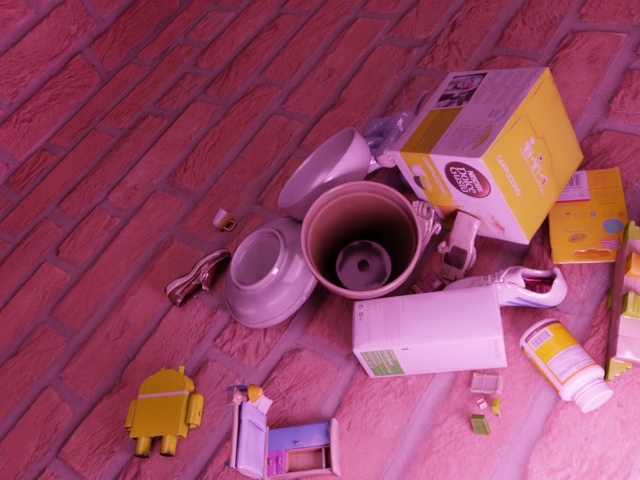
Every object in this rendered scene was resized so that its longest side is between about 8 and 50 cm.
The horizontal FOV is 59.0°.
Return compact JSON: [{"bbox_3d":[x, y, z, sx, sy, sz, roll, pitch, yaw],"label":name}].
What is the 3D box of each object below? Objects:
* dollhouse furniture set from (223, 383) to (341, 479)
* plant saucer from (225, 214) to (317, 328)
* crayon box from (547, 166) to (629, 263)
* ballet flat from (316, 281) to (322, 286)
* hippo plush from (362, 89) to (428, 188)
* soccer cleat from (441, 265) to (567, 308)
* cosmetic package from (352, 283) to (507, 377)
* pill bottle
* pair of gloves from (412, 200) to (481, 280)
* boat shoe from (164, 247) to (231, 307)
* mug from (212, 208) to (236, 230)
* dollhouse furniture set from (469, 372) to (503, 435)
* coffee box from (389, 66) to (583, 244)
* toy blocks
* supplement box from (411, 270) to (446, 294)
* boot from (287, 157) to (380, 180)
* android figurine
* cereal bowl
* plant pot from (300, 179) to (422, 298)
[{"bbox_3d":[-0.091,0.512,1.346,0.198,0.303,0.286,-13,51,14],"label":"dollhouse furniture set"},{"bbox_3d":[-0.174,0.075,1.777,0.401,0.101,0.400,-22,50,29],"label":"plant saucer"},{"bbox_3d":[0.739,-0.053,1.576,0.203,0.081,0.318,-3,53,21],"label":"crayon box"},{"bbox_3d":[0.000,0.000,1.842,0.124,0.116,0.342,-11,53,40],"label":"ballet flat"},{"bbox_3d":[0.278,-0.304,1.873,0.294,0.237,0.234,-59,30,-5],"label":"hippo plush"},{"bbox_3d":[0.480,0.120,1.512,0.332,0.143,0.115,-6,53,18],"label":"soccer cleat"},{"bbox_3d":[0.284,0.240,1.470,0.366,0.197,0.155,-9,52,18],"label":"cosmetic package"},{"bbox_3d":[0.586,0.297,1.351,0.117,0.117,0.215,-30,50,-1],"label":"pill bottle"},{"bbox_3d":[0.347,0.000,1.654,0.240,0.204,0.042,19,20,37],"label":"pair of gloves"},{"bbox_3d":[-0.396,0.134,1.911,0.258,0.095,0.095,-38,63,0],"label":"boat shoe"},{"bbox_3d":[-0.355,-0.071,2.060,0.078,0.062,0.064,27,76,43],"label":"mug"},{"bbox_3d":[0.411,0.403,1.405,0.076,0.058,0.151,-5,34,28],"label":"dollhouse furniture set"},{"bbox_3d":[0.474,-0.242,1.603,0.338,0.337,0.335,-52,35,-16],"label":"coffee box"},{"bbox_3d":[0.831,0.164,1.319,0.261,0.190,0.380,11,73,15],"label":"toy blocks"},{"bbox_3d":[0.312,0.137,1.634,0.083,0.043,0.055,-35,49,-5],"label":"supplement box"},{"bbox_3d":[0.048,-0.260,2.015,0.270,0.089,0.236,20,47,42],"label":"boot"},{"bbox_3d":[-0.464,0.499,1.674,0.249,0.056,0.272,-11,52,15],"label":"android figurine"},{"bbox_3d":[0.032,-0.184,1.749,0.339,0.141,0.339,-41,21,19],"label":"cereal bowl"},{"bbox_3d":[0.117,0.032,1.609,0.324,0.280,0.322,-2,70,5],"label":"plant pot"}]
